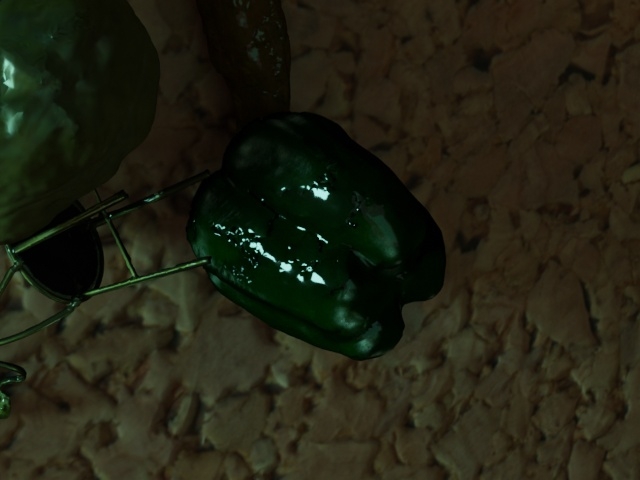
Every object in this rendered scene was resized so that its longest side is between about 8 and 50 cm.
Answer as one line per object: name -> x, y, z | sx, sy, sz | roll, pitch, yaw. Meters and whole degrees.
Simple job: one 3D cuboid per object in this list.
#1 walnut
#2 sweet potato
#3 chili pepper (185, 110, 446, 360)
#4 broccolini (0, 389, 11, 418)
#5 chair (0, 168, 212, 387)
walnut -> -0.308, -0.145, 1.260 | 0.277, 0.282, 0.253 | -52, 132, -8
sweet potato -> -0.085, -0.246, 1.486 | 0.095, 0.106, 0.354 | -6, 110, 4
chili pepper -> 0.000, 0.000, 1.497 | 0.233, 0.257, 0.248 | -55, 153, 2
broccolini -> -0.491, 0.150, 1.360 | 0.392, 0.074, 0.078 | 3, 60, -38
chair -> -0.281, 0.008, 1.417 | 0.326, 0.170, 0.160 | -26, 134, 26
